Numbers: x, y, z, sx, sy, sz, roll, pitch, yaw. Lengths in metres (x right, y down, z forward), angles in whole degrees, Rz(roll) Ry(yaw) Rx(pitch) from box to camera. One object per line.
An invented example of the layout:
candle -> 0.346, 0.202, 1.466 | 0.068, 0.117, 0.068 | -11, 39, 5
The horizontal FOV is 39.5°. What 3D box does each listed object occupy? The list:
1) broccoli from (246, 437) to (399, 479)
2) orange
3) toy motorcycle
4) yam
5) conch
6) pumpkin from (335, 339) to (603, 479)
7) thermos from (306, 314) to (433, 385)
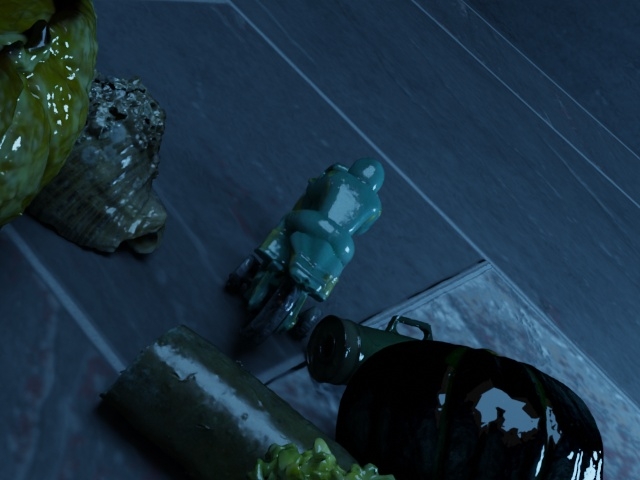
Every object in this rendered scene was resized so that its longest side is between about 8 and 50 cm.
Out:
broccoli -> 0.031, 0.262, 0.585 | 0.247, 0.243, 0.263 | 63, 14, -69
orange -> -0.342, -0.102, 0.748 | 0.270, 0.210, 0.369 | 9, 35, 9
toy motorcycle -> 0.000, 0.001, 0.976 | 0.109, 0.198, 0.296 | 38, 32, -7
yam -> -0.060, 0.179, 0.763 | 0.259, 0.106, 0.106 | 39, 31, 4
conch -> -0.243, -0.092, 0.949 | 0.178, 0.163, 0.245 | -22, 78, -19
pumpkin -> 0.126, 0.219, 0.819 | 0.248, 0.248, 0.248 | 26, 32, -18
thermos -> 0.080, 0.135, 0.995 | 0.187, 0.073, 0.083 | 18, 43, -31
